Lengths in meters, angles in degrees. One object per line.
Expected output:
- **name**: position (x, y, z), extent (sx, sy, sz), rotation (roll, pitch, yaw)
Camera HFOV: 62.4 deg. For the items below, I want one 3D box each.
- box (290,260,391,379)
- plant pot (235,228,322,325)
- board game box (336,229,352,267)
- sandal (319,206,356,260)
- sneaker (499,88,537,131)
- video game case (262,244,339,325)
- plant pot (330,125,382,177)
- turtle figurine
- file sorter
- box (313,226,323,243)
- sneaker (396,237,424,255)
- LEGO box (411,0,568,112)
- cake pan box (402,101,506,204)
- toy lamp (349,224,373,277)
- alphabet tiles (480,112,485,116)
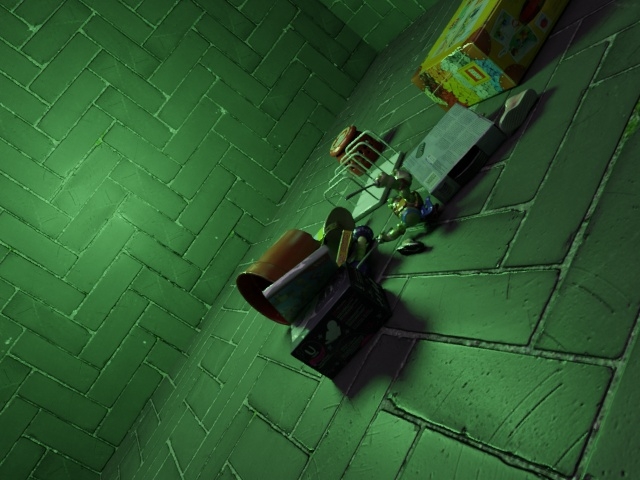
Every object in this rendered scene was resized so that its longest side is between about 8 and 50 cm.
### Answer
- **box**: position (0.044, 0.206, 1.394), extent (0.247, 0.142, 0.163), rotation (-49, 16, 15)
- **plant pot**: position (-0.115, 0.117, 1.895), extent (0.265, 0.272, 0.272), rotation (-54, 13, -33)
- **board game box**: position (0.072, 0.040, 1.661), extent (0.259, 0.039, 0.124), rotation (107, 174, -86)
- **sandal**: position (0.054, 0.007, 1.839), extent (0.086, 0.120, 0.302), rotation (103, -177, -59)
- **sneaker**: position (0.504, -0.334, 1.383), extent (0.134, 0.051, 0.070), rotation (-52, 13, -6)
- **video game case**: position (-0.026, 0.143, 1.455), extent (0.204, 0.285, 0.025), rotation (-37, 58, -6)
- **plant pot**: position (0.154, -0.405, 2.368), extent (0.191, 0.174, 0.191), rotation (-47, 18, 20)
- **turtle figurine**: position (0.185, -0.102, 1.510), extent (0.275, 0.197, 0.266), rotation (-29, 14, 20)
- **file sorter**: position (0.156, -0.245, 1.999), extent (0.193, 0.173, 0.277), rotation (-35, 24, 52)
- **box**: position (0.000, 0.000, 2.176), extent (0.178, 0.042, 0.109), rotation (-48, 15, 22)
- **sneaker**: position (0.244, 0.010, 1.422), extent (0.043, 0.040, 0.109), rotation (-57, 15, -17)
- **LEGO box**: position (0.568, -0.696, 1.707), extent (0.500, 0.193, 0.372), rotation (-57, 15, -11)
- **cake pan box**: position (0.371, -0.253, 1.501), extent (0.245, 0.070, 0.266), rotation (-51, 24, 15)
- **toy lamp**: position (0.124, 0.052, 1.629), extent (0.080, 0.080, 0.274), rotation (-45, 16, 31)
- **alphabet tiles**: position (0.398, -0.283, 1.635), extent (0.198, 0.009, 0.237), rotation (-60, 13, -10)
